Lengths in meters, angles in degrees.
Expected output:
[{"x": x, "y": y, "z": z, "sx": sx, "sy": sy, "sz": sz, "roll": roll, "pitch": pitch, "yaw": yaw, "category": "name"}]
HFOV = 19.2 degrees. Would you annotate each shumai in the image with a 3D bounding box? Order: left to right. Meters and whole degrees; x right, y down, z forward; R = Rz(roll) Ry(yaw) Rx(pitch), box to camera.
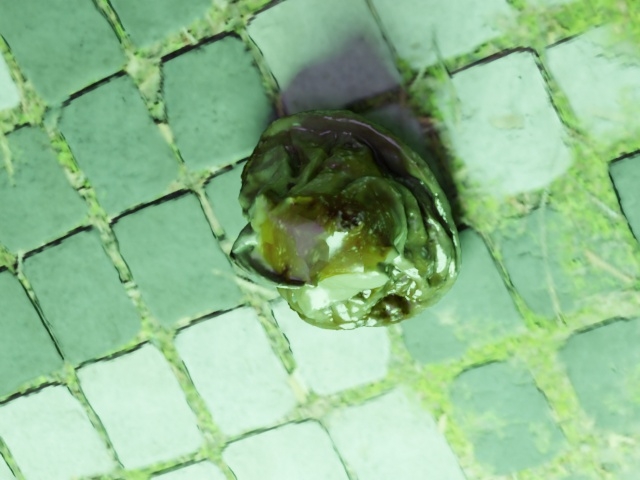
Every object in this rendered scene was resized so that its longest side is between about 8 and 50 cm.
[{"x": -0.001, "y": -0.004, "z": 1.099, "sx": 0.145, "sy": 0.116, "sz": 0.145, "roll": 11, "pitch": 117, "yaw": 22, "category": "shumai"}]
